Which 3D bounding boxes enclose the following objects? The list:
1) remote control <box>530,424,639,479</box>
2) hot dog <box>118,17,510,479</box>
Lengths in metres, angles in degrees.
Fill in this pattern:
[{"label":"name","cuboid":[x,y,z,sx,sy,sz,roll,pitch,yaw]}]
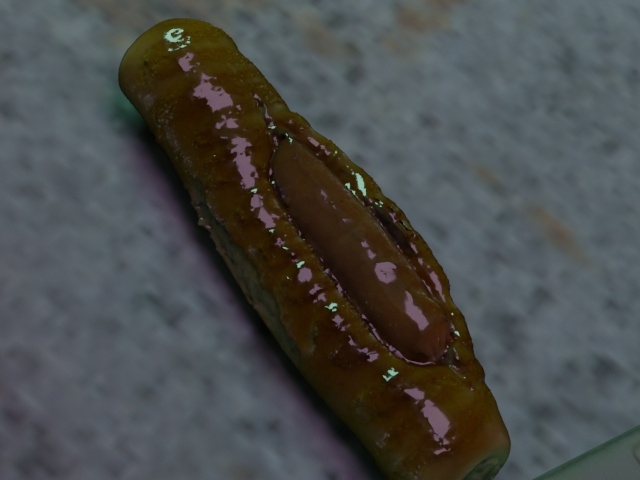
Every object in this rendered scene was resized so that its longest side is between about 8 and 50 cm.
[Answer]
[{"label":"remote control","cuboid":[0.049,0.095,0.385,0.190,0.029,0.087,-22,67,-34]},{"label":"hot dog","cuboid":[0.000,0.000,0.437,0.044,0.028,0.137,-16,62,-39]}]
